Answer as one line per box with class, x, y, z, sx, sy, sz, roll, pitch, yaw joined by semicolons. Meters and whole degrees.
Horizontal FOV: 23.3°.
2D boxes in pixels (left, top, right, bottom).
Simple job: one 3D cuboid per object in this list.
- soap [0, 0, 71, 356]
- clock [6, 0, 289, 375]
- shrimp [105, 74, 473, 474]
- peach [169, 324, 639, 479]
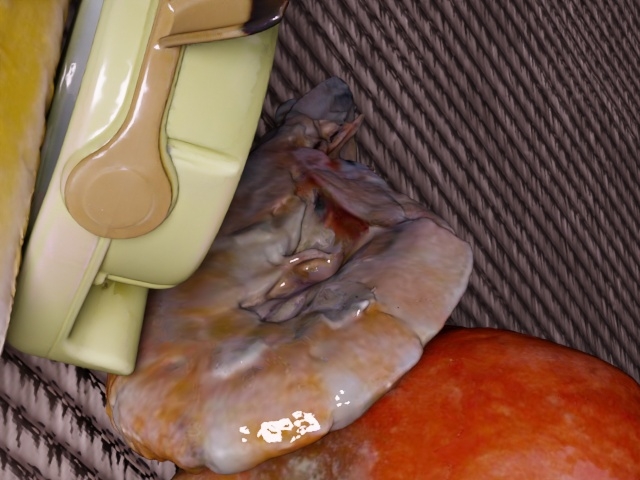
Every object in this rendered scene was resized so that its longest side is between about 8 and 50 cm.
soap;-0.182;-0.113;0.576;0.199;0.091;0.315;38;47;-44
clock;-0.065;-0.060;0.618;0.069;0.232;0.170;17;57;-14
shrimp;0.000;0.000;0.757;0.317;0.164;0.062;-67;149;-52
peach;0.048;0.142;0.738;0.257;0.232;0.232;24;52;-14
